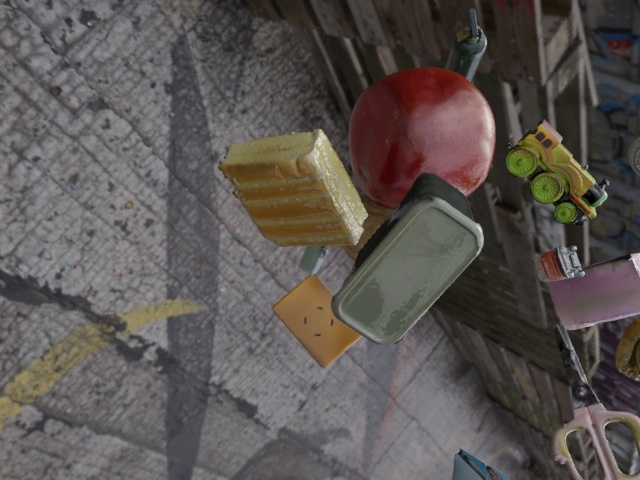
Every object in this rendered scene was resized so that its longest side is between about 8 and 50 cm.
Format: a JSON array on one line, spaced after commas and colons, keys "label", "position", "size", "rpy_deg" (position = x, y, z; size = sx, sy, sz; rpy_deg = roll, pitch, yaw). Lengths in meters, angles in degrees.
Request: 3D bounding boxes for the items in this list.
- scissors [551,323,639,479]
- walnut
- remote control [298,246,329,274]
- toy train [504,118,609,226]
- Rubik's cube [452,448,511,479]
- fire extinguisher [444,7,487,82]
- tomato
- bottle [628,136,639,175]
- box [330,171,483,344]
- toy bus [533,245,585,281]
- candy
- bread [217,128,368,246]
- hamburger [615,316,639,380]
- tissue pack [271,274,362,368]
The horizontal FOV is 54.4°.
[{"label": "scissors", "position": [0.459, 0.287, 1.074], "size": [0.160, 0.317, 0.024], "rpy_deg": [-19, 147, 15]}, {"label": "walnut", "position": [0.174, -0.025, 1.756], "size": [0.225, 0.261, 0.225], "rpy_deg": [-47, 152, -34]}, {"label": "remote control", "position": [0.000, 0.000, 1.487], "size": [0.029, 0.065, 0.166], "rpy_deg": [24, 92, -35]}, {"label": "toy train", "position": [0.619, -0.172, 1.628], "size": [0.160, 0.296, 0.100], "rpy_deg": [-43, -179, 29]}, {"label": "Rubik's cube", "position": [0.372, 0.498, 1.087], "size": [0.234, 0.250, 0.284], "rpy_deg": [-1, 94, -54]}, {"label": "fire extinguisher", "position": [0.418, -0.539, 1.812], "size": [0.095, 0.114, 0.311], "rpy_deg": [-9, 166, -1]}, {"label": "tomato", "position": [0.223, -0.225, 1.399], "size": [0.293, 0.325, 0.290], "rpy_deg": [-7, 141, -10]}, {"label": "bottle", "position": [0.771, -0.211, 1.322], "size": [0.245, 0.104, 0.104], "rpy_deg": [-26, 136, -26]}, {"label": "box", "position": [0.145, 0.026, 1.041], "size": [0.274, 0.138, 0.178], "rpy_deg": [-51, -171, 26]}, {"label": "toy bus", "position": [0.552, 0.058, 1.444], "size": [0.077, 0.079, 0.174], "rpy_deg": [-21, 168, 34]}, {"label": "candy", "position": [0.745, 0.137, 1.636], "size": [0.116, 0.155, 0.265], "rpy_deg": [-5, 165, -38]}, {"label": "bread", "position": [-0.059, -0.101, 1.276], "size": [0.239, 0.246, 0.111], "rpy_deg": [59, 43, -34]}, {"label": "hamburger", "position": [0.712, 0.236, 1.368], "size": [0.138, 0.083, 0.147], "rpy_deg": [27, 89, -49]}, {"label": "tissue pack", "position": [-0.009, 0.273, 2.176], "size": [0.194, 0.274, 0.145], "rpy_deg": [-40, -178, -1]}]
